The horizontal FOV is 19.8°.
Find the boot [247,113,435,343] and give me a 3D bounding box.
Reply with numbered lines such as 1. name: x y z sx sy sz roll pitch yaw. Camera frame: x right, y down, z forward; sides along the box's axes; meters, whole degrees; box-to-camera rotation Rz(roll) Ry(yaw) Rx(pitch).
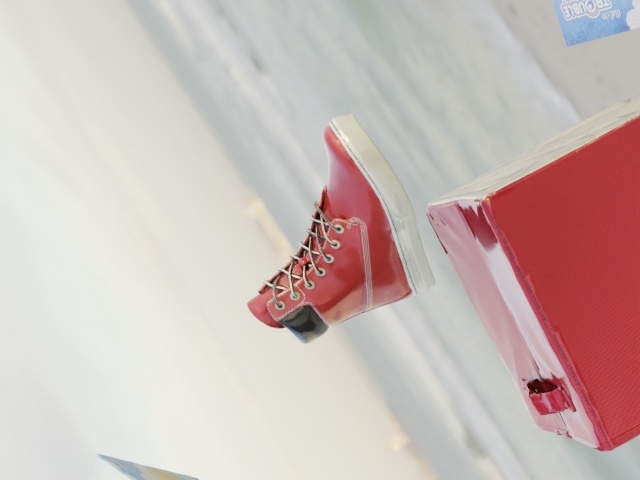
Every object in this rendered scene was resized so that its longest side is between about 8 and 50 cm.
1. boot: 0.000 0.000 1.724 0.244 0.176 0.088 69 175 -48

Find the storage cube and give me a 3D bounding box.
1. storage cube: 0.215 0.014 1.309 0.193 0.215 0.183 62 172 -4

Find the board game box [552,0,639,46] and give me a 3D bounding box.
1. board game box: 0.151 -0.155 0.981 0.090 0.020 0.090 -9 102 60

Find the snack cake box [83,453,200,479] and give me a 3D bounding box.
1. snack cake box: -0.063 0.272 1.427 0.264 0.089 0.152 28 180 32
